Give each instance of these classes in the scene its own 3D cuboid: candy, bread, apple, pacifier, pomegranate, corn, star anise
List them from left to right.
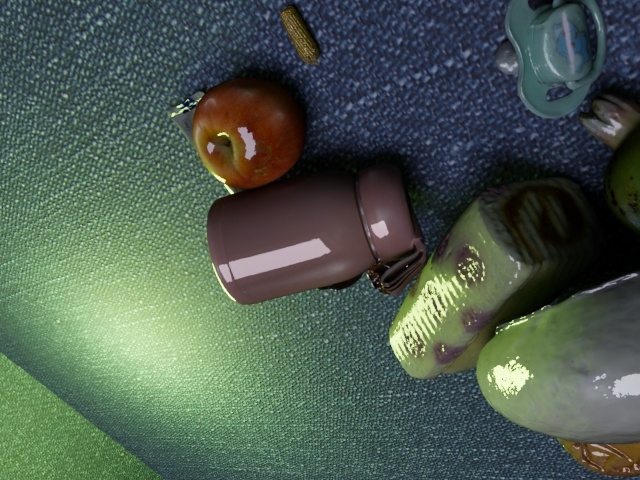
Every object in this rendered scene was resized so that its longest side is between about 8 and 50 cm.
[{"bbox_3d":[-0.100,-0.156,0.855,0.163,0.139,0.163,19,129,25],"label":"apple"},{"bbox_3d":[-0.026,-0.264,0.777,0.027,0.028,0.083,-23,122,18],"label":"corn"},{"bbox_3d":[0.073,0.060,0.986,0.140,0.144,0.158,16,139,0],"label":"star anise"},{"bbox_3d":[0.237,0.062,0.864,0.187,0.155,0.338,-9,148,-23],"label":"bread"},{"bbox_3d":[0.243,-0.212,0.654,0.150,0.126,0.116,65,166,-16],"label":"pacifier"},{"bbox_3d":[0.495,0.286,0.991,0.274,0.149,0.274,18,136,19],"label":"bread"},{"bbox_3d":[0.380,0.130,0.715,0.427,0.386,0.186,-40,66,62],"label":"candy"},{"bbox_3d":[0.380,-0.087,0.655,0.209,0.180,0.180,39,143,18],"label":"pomegranate"}]

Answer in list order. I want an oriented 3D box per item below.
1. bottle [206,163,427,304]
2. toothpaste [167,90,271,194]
[{"bbox_3d":[0.000,0.000,0.881,0.296,0.207,0.173,-14,157,11],"label":"bottle"},{"bbox_3d":[-0.126,-0.096,0.987,0.100,0.066,0.323,-13,122,43],"label":"toothpaste"}]
